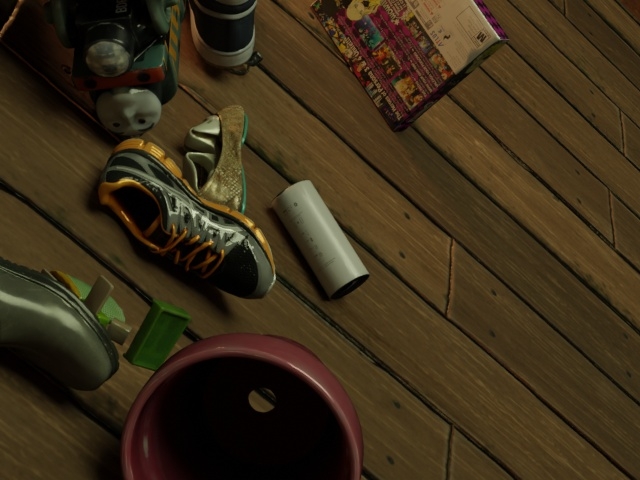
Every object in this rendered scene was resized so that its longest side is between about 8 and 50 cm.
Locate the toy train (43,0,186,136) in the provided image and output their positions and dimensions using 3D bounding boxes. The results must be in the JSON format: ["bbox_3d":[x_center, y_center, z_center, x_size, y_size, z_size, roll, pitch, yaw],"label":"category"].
[{"bbox_3d":[-0.208,-0.265,1.651,0.190,0.142,0.334,77,7,-46],"label":"toy train"}]

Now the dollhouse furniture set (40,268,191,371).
[{"bbox_3d":[-0.182,0.052,1.346,0.076,0.058,0.152,24,9,-44],"label":"dollhouse furniture set"}]

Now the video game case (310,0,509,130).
[{"bbox_3d":[0.122,-0.308,2.146,0.232,0.210,0.042,57,28,15],"label":"video game case"}]

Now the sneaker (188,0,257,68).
[{"bbox_3d":[-0.137,-0.363,1.871,0.099,0.153,0.282,-11,56,-15],"label":"sneaker"}]

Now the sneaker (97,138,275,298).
[{"bbox_3d":[-0.140,-0.008,1.537,0.215,0.084,0.083,38,32,-3],"label":"sneaker"}]

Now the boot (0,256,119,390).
[{"bbox_3d":[-0.290,0.078,1.229,0.246,0.083,0.161,42,41,-15],"label":"boot"}]

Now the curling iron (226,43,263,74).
[{"bbox_3d":[-0.119,-0.311,1.984,0.068,0.035,0.274,34,32,-35],"label":"curling iron"}]

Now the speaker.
[{"bbox_3d":[0.000,0.000,1.751,0.055,0.055,0.136,-7,61,-58],"label":"speaker"}]

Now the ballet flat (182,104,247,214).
[{"bbox_3d":[-0.119,-0.094,1.684,0.067,0.073,0.206,21,33,-20],"label":"ballet flat"}]

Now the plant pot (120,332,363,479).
[{"bbox_3d":[-0.058,0.166,1.334,0.201,0.201,0.180,48,13,-4],"label":"plant pot"}]
